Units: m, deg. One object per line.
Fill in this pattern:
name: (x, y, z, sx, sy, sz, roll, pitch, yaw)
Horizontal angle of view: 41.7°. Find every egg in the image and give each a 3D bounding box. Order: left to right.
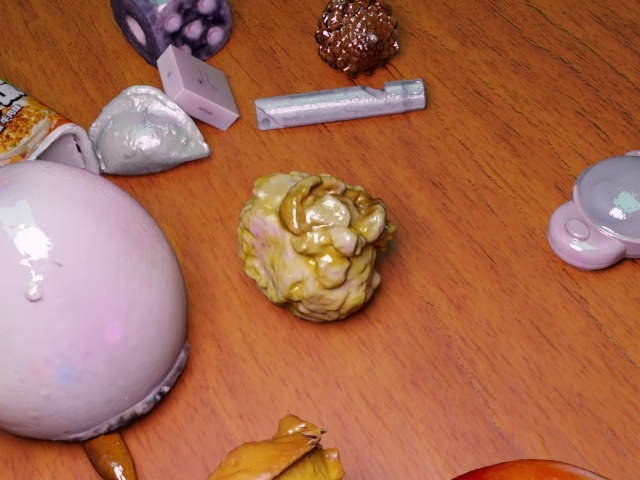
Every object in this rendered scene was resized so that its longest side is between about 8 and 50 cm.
egg: (-0.378, 0.048, 1.146, 0.355, 0.339, 0.354, -5, 45, 5)

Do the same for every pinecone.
pinecone: (0.063, -0.396, 1.588, 0.174, 0.173, 0.173, -4, 52, 5)

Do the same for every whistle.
whistle: (0.035, -0.248, 1.534, 0.312, 0.062, 0.062, -7, 52, 3)

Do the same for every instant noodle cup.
instant noodle cup: (-0.564, -0.149, 1.431, 0.308, 0.294, 0.294, 25, 60, 17)

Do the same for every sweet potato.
sweet potato: (-0.317, 0.273, 1.190, 0.057, 0.057, 0.264, -34, 49, -17)

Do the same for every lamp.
lamp: (0.461, -0.050, 1.294, 0.246, 0.108, 0.179, -30, 50, -14)

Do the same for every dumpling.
dumpling: (-0.303, -0.182, 1.475, 0.217, 0.149, 0.104, -2, 48, 2)

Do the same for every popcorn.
popcorn: (0.000, 0.000, 1.242, 0.259, 0.259, 0.212, 34, 37, 29)

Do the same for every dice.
dice: (-0.295, -0.459, 1.667, 0.183, 0.181, 0.182, -35, 58, -19)

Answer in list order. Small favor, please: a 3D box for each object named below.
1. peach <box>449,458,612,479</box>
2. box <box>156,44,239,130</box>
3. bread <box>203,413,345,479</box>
peach: (0.177, 0.385, 0.796, 0.310, 0.406, 0.335, 29, 43, -7)
box: (-0.227, -0.280, 1.555, 0.051, 0.130, 0.129, -44, 47, 26)
bread: (-0.099, 0.370, 0.936, 0.358, 0.337, 0.204, -38, 80, -18)
